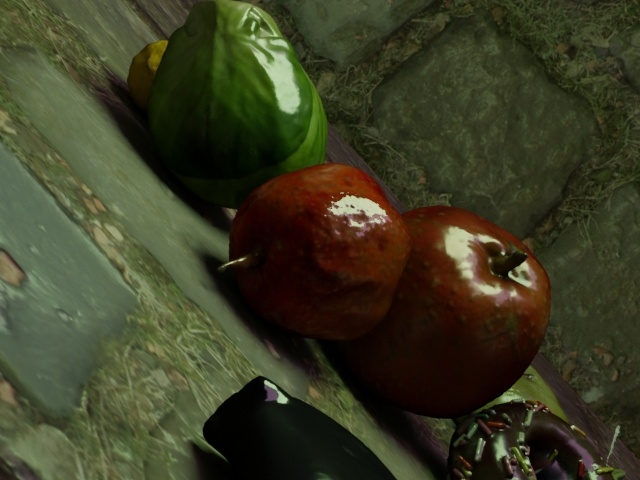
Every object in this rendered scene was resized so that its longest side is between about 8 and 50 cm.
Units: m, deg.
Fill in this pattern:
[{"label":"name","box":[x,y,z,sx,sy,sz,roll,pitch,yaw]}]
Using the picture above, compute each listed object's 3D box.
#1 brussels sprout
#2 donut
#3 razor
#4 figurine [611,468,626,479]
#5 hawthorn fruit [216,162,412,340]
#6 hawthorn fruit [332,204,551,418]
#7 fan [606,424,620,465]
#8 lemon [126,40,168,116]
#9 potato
[{"label":"brussels sprout","box":[-0.109,-0.170,1.770,0.210,0.219,0.271,-48,133,-75]},{"label":"donut","box":[0.275,0.311,1.733,0.270,0.103,0.269,29,36,-23]},{"label":"razor","box":[0.016,0.236,1.034,0.204,0.113,0.349,41,11,-22]},{"label":"figurine","box":[0.472,0.450,2.119,0.262,0.154,0.180,38,33,23]},{"label":"hawthorn fruit","box":[-0.028,0.015,1.591,0.243,0.207,0.207,-3,46,-44]},{"label":"hawthorn fruit","box":[0.157,0.083,1.760,0.275,0.300,0.275,22,48,-27]},{"label":"fan","box":[0.400,0.375,2.042,0.182,0.010,0.310,41,43,-5]},{"label":"lemon","box":[-0.200,-0.212,1.904,0.114,0.114,0.155,52,5,23]},{"label":"potato","box":[0.285,0.262,2.083,0.154,0.137,0.200,37,15,-46]}]
